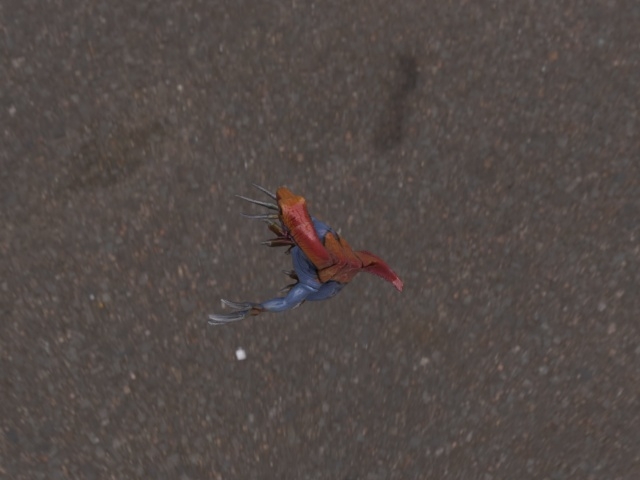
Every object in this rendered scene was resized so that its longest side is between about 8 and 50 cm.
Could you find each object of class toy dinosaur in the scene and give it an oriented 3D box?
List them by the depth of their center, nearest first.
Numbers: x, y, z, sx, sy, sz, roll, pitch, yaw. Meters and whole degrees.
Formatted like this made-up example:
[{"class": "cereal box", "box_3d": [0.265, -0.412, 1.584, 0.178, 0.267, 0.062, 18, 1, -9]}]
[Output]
[{"class": "toy dinosaur", "box_3d": [0.000, 0.000, 0.397, 0.090, 0.082, 0.047, -8, 87, -20]}]
